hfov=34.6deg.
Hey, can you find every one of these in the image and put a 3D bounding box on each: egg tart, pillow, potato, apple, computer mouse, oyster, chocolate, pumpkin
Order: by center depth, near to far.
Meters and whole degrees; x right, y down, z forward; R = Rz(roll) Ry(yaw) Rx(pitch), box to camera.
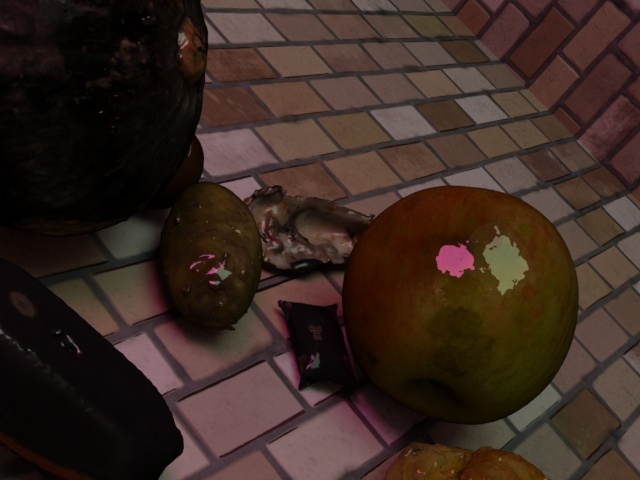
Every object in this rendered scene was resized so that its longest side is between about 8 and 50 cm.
[{"bbox_3d":[-0.283,0.146,1.056,0.323,0.116,0.183,46,16,-20],"label":"computer mouse"},{"bbox_3d":[-0.306,-0.225,1.221,0.343,0.454,0.454,12,30,10],"label":"pumpkin"},{"bbox_3d":[0.253,0.381,1.312,0.339,0.153,0.351,-6,54,-54],"label":"egg tart"},{"bbox_3d":[-0.146,0.018,1.383,0.149,0.113,0.251,26,30,-27],"label":"potato"},{"bbox_3d":[-0.003,0.143,1.435,0.090,0.048,0.150,21,38,-35],"label":"pillow"},{"bbox_3d":[-0.229,-0.104,1.448,0.127,0.124,0.133,31,61,-25],"label":"chocolate"},{"bbox_3d":[0.196,0.096,1.449,0.339,0.339,0.340,28,33,-20],"label":"apple"},{"bbox_3d":[-0.001,-0.003,1.615,0.345,0.078,0.129,8,64,-45],"label":"oyster"}]
